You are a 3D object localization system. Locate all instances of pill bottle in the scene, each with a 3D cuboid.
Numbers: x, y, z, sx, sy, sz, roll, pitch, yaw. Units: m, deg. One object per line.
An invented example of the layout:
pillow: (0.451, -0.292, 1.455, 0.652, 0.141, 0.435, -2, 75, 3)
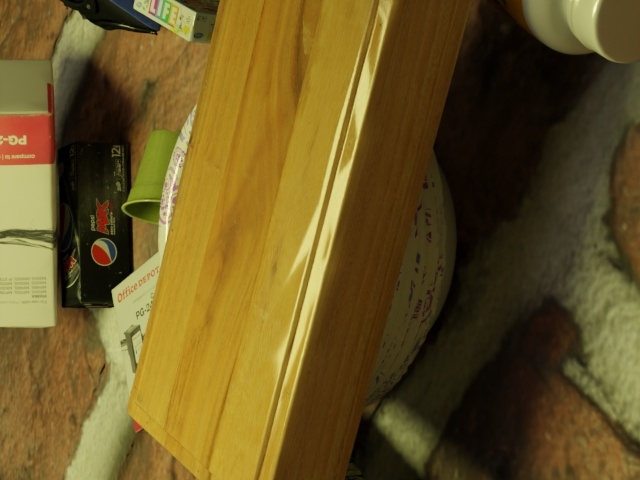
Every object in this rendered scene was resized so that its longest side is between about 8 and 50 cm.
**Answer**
pill bottle: (0.162, -0.208, 1.275, 0.215, 0.117, 0.117, 46, 124, 45)

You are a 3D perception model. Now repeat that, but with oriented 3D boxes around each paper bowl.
paper bowl: (0.000, 0.000, 1.463, 0.284, 0.148, 0.284, -6, 82, 54)

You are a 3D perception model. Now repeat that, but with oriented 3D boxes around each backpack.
backpack: (-0.203, -0.261, 1.810, 0.120, 0.098, 0.101, 8, 66, 54)

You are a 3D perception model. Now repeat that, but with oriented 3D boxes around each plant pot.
plant pot: (-0.144, -0.062, 1.736, 0.083, 0.083, 0.079, -14, 65, 53)

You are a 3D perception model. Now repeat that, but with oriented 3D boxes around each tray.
tray: (-0.027, -0.017, 1.317, 0.203, 0.076, 0.411, 33, 114, 49)

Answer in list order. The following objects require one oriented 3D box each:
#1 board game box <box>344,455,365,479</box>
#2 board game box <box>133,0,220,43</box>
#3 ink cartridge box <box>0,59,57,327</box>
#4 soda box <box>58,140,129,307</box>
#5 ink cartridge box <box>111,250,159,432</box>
board game box: (-0.025, 0.201, 1.539, 0.136, 0.030, 0.260, -69, 26, 21)
board game box: (-0.070, -0.191, 1.566, 0.103, 0.154, 0.026, 34, 115, 50)
ink cartridge box: (-0.323, -0.049, 1.870, 0.172, 0.100, 0.237, -109, 20, -64)
soda box: (-0.233, -0.015, 1.862, 0.053, 0.060, 0.169, -14, 76, 59)
ink cartridge box: (-0.139, 0.095, 1.722, 0.109, 0.063, 0.150, -36, 60, 48)
